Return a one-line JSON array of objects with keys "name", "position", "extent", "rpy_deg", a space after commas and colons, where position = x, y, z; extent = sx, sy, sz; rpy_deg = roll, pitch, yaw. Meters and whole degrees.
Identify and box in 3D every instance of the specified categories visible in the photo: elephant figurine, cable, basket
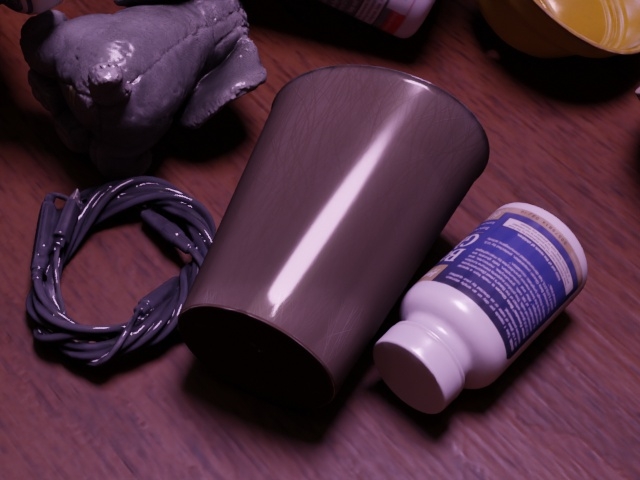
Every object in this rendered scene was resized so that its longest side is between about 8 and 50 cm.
[{"name": "elephant figurine", "position": [-0.125, -0.176, 1.024], "extent": [0.239, 0.169, 0.186], "rpy_deg": [-35, 55, -22]}, {"name": "cable", "position": [-0.158, 0.026, 0.946], "extent": [0.150, 0.047, 0.184], "rpy_deg": [2, 48, -7]}, {"name": "basket", "position": [0.000, 0.000, 0.900], "extent": [0.204, 0.154, 0.227], "rpy_deg": [-3, 48, 40]}]

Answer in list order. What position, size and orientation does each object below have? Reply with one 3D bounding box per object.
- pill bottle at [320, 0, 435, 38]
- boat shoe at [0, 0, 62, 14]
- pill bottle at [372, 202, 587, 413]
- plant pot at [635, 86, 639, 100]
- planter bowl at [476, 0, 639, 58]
[{"name": "pill bottle", "position": [-0.010, -0.318, 1.105], "extent": [0.283, 0.161, 0.161], "rpy_deg": [24, 51, -7]}, {"name": "boat shoe", "position": [-0.340, -0.242, 0.990], "extent": [0.158, 0.127, 0.340], "rpy_deg": [-28, 33, -18]}, {"name": "pill bottle", "position": [0.120, 0.053, 0.900], "extent": [0.094, 0.094, 0.169], "rpy_deg": [36, 57, 24]}, {"name": "plant pot", "position": [0.431, -0.107, 0.964], "extent": [0.284, 0.284, 0.191], "rpy_deg": [-30, 93, -24]}, {"name": "planter bowl", "position": [0.212, -0.242, 1.125], "extent": [0.217, 0.090, 0.217], "rpy_deg": [19, 51, -26]}]
